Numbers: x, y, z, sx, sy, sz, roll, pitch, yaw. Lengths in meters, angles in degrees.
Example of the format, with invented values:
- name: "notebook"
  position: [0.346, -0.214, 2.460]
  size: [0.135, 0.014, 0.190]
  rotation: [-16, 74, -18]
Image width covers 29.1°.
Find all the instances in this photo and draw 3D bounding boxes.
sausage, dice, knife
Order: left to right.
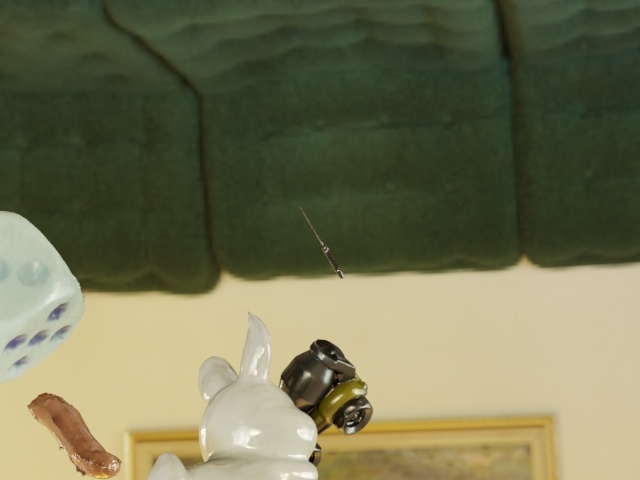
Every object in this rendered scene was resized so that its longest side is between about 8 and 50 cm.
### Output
- name: "dice"
  position: [-0.678, 0.120, 2.586]
  size: [0.262, 0.268, 0.264]
  rotation: [-38, 164, -26]
- name: "sausage"
  position: [-0.472, 0.379, 2.367]
  size: [0.078, 0.078, 0.304]
  rotation: [5, -160, -41]
- name: "knife"
  position: [0.000, 0.000, 2.037]
  size: [0.010, 0.170, 0.023]
  rotation: [-27, 142, -5]

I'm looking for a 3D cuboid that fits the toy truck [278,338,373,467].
- name: "toy truck"
  position: [-0.036, 0.270, 2.024]
  size: [0.224, 0.147, 0.165]
  rotation: [-43, 144, -3]

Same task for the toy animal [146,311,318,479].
- name: "toy animal"
  position: [-0.129, 0.301, 1.844]
  size: [0.241, 0.367, 0.196]
  rotation: [32, 132, -23]
